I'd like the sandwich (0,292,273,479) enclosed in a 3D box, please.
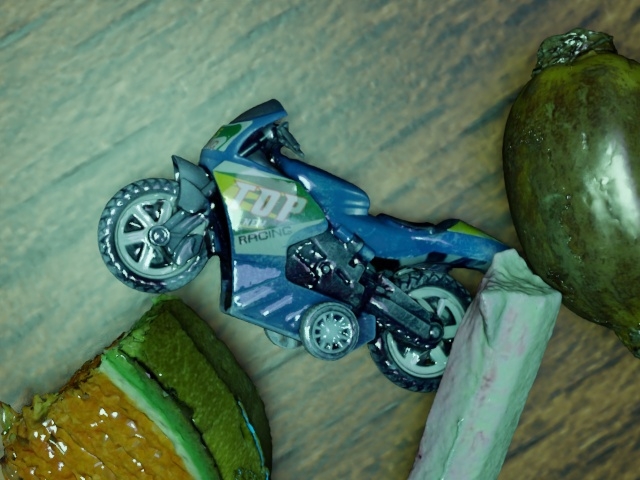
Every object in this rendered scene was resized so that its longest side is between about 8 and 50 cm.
[{"bbox_3d":[-0.091,0.143,0.708,0.159,0.079,0.235,-14,117,29],"label":"sandwich"}]

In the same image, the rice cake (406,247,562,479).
[{"bbox_3d":[0.072,0.146,0.713,0.051,0.081,0.290,28,111,34],"label":"rice cake"}]

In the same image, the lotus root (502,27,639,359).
[{"bbox_3d":[0.171,-0.022,0.707,0.120,0.120,0.210,-18,93,-3],"label":"lotus root"}]

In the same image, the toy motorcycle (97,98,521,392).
[{"bbox_3d":[0.000,0.000,0.715,0.254,0.092,0.136,22,83,-14],"label":"toy motorcycle"}]
